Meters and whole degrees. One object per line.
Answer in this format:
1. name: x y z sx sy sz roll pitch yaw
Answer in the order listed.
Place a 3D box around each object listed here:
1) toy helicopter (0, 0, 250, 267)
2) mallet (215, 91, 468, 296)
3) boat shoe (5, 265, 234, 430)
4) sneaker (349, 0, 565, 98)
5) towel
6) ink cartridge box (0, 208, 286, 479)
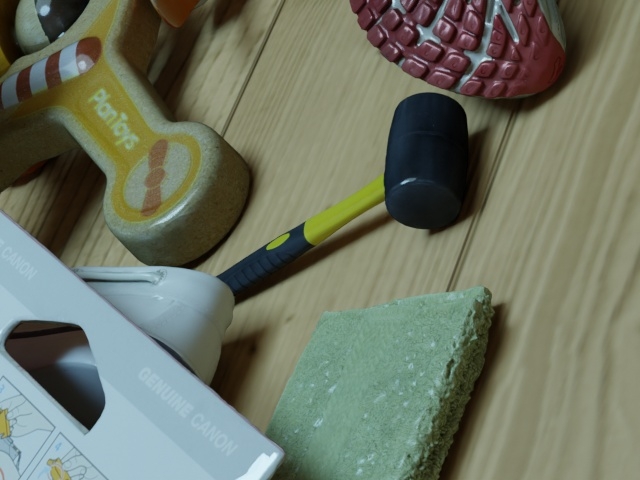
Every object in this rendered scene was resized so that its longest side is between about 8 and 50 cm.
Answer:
1. toy helicopter: -0.124 -0.103 1.147 0.235 0.140 0.355 -41 41 -1
2. mallet: 0.000 0.000 0.923 0.190 0.039 0.062 -37 34 31
3. boat shoe: -0.147 0.054 0.998 0.267 0.096 0.088 -10 41 50
4. sneaker: 0.059 -0.144 0.948 0.088 0.093 0.225 -59 43 22
5. towel: 0.017 0.086 0.806 0.110 0.027 0.148 -11 46 47
6. ink cartridge box: -0.159 0.143 0.866 0.261 0.066 0.296 -53 45 -2
